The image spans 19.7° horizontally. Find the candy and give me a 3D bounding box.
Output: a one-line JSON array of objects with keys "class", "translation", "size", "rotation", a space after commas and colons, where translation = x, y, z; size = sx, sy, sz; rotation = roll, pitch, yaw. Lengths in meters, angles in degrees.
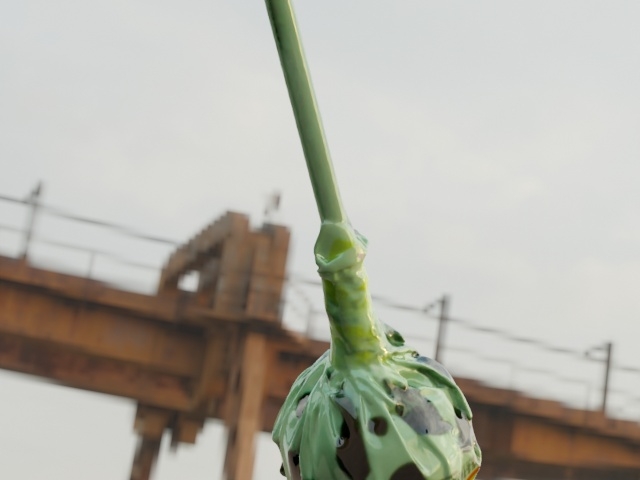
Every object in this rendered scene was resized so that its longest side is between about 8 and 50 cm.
[{"class": "candy", "translation": [0.000, 0.000, 0.781], "size": [0.091, 0.083, 0.305], "rotation": [1, -61, 31]}]
